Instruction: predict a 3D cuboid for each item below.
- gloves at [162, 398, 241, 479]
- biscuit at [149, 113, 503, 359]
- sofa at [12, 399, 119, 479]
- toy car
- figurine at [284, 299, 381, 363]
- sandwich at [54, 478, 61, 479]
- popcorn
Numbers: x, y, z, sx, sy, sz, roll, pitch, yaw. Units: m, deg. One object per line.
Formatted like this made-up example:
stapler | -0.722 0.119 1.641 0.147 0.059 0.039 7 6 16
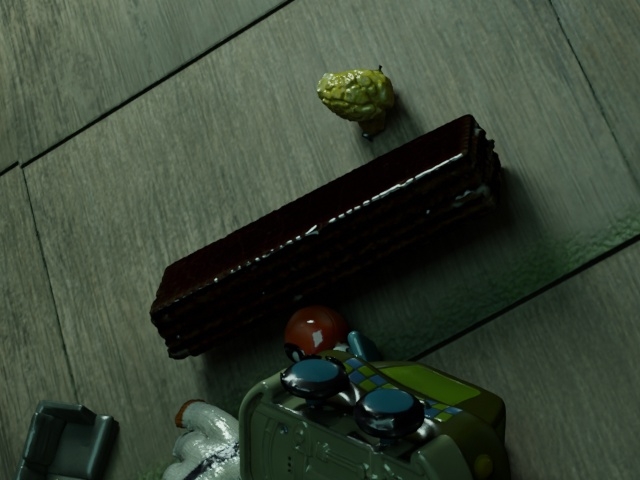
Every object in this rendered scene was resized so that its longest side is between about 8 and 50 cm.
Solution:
gloves | -0.095 0.240 1.569 0.140 0.131 0.218 -36 62 9
biscuit | 0.000 0.000 1.634 0.388 0.073 0.107 -27 21 19
sofa | -0.279 0.245 1.721 0.085 0.060 0.147 5 70 33
toy car | 0.069 0.190 1.459 0.248 0.198 0.204 20 121 36
figurine | 0.013 0.112 1.600 0.075 0.068 0.140 -44 54 9
sandwich | -0.219 0.354 1.550 0.108 0.186 0.220 -35 54 16
popcorn | 0.042 -0.142 1.713 0.084 0.084 0.084 -14 60 26
